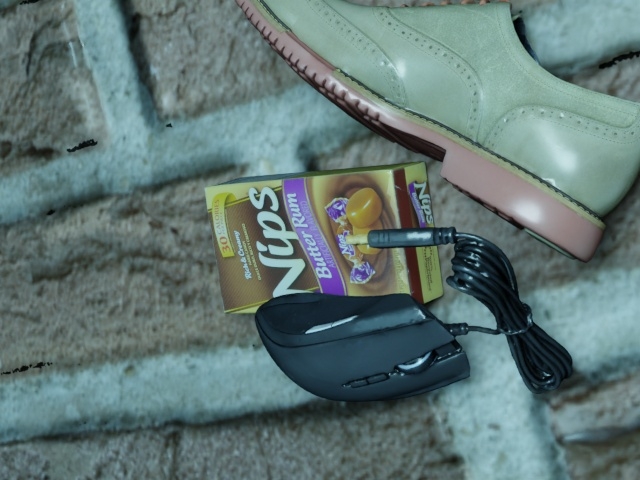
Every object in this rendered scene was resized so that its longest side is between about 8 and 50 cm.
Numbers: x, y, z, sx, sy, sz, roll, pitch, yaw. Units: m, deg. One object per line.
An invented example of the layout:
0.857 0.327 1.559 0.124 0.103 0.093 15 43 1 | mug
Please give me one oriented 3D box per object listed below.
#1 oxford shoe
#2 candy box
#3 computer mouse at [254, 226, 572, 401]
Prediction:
0.085 -0.125 1.089 0.348 0.123 0.130 36 96 22 | oxford shoe
0.000 0.000 1.196 0.186 0.053 0.109 -4 99 37 | candy box
0.039 0.063 1.108 0.262 0.060 0.184 0 141 32 | computer mouse
